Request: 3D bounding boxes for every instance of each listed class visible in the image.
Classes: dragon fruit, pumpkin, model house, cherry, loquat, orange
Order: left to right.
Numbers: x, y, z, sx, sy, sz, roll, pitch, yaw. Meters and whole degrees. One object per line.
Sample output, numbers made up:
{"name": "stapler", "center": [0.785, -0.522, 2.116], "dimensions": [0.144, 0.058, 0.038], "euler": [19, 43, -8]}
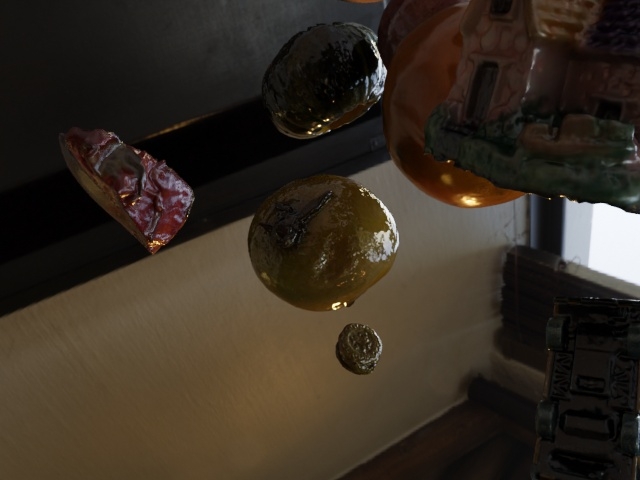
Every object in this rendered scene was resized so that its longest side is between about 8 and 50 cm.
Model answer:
{"name": "dragon fruit", "center": [-0.152, -0.035, 0.439], "dimensions": [0.097, 0.131, 0.063], "euler": [7, -106, -8]}
{"name": "loquat", "center": [0.000, 0.000, 0.913], "dimensions": [0.244, 0.243, 0.243], "euler": [-10, -144, 7]}
{"name": "pumpkin", "center": [0.010, -0.353, 1.277], "dimensions": [0.321, 0.192, 0.320], "euler": [-27, -177, 1]}
{"name": "cherry", "center": [0.221, -0.388, 1.098], "dimensions": [0.236, 0.285, 0.213], "euler": [40, -119, 7]}
{"name": "orange", "center": [0.242, -0.201, 0.868], "dimensions": [0.312, 0.312, 0.312], "euler": [-10, -144, 7]}
{"name": "model house", "center": [0.248, -0.167, 0.526], "dimensions": [0.202, 0.237, 0.237], "euler": [2, -161, -22]}

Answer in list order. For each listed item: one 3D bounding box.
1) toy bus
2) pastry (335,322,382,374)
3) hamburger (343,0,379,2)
{"name": "toy bus", "center": [0.259, 0.154, 0.536], "dimensions": [0.091, 0.103, 0.182], "euler": [1, -121, 34]}
{"name": "pastry", "center": [0.080, 0.229, 1.197], "dimensions": [0.097, 0.057, 0.109], "euler": [-15, -122, -31]}
{"name": "hamburger", "center": [0.030, -0.316, 0.500], "dimensions": [0.237, 0.237, 0.147], "euler": [5, -122, 25]}
